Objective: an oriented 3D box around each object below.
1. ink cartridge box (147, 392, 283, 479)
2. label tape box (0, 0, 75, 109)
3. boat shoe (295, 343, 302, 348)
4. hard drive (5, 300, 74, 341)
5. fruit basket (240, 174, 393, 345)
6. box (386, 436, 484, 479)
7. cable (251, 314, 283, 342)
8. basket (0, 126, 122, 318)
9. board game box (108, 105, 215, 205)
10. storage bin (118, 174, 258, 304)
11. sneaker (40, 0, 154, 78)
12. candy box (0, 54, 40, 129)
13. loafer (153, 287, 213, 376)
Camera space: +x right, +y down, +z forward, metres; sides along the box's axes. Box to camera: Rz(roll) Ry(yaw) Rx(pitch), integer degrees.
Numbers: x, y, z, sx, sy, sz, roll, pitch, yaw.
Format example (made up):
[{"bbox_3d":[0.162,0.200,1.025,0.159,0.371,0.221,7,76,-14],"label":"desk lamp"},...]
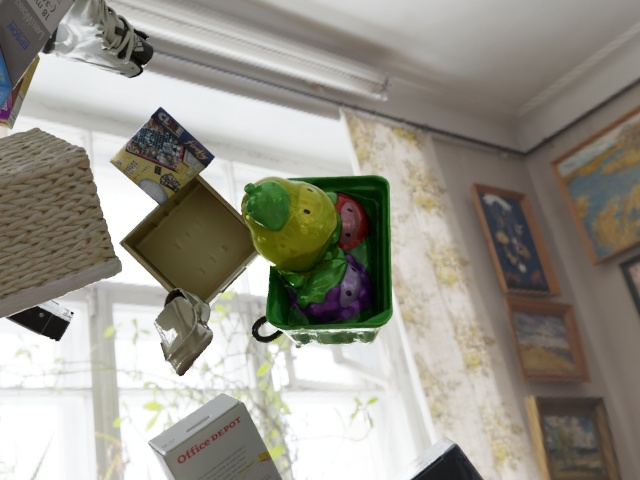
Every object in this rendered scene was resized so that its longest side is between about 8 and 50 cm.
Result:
[{"bbox_3d":[-0.234,0.553,1.792,0.226,0.306,0.131,-31,15,-28],"label":"ink cartridge box"},{"bbox_3d":[-0.533,-0.352,1.158,0.241,0.333,0.106,12,-27,21],"label":"label tape box"},{"bbox_3d":[-0.033,0.254,2.094,0.063,0.066,0.184,10,-35,-3],"label":"boat shoe"},{"bbox_3d":[-0.762,0.131,1.817,0.339,0.064,0.237,30,-7,-15],"label":"hard drive"},{"bbox_3d":[0.000,0.000,1.505,0.283,0.392,0.392,-1,-24,5],"label":"fruit basket"},{"bbox_3d":[0.225,0.592,1.600,0.294,0.212,0.395,-37,-14,-2],"label":"box"},{"bbox_3d":[-0.038,0.165,1.889,0.287,0.139,0.072,-47,-8,-5],"label":"cable"},{"bbox_3d":[-0.620,-0.036,1.471,0.331,0.266,0.328,-24,28,-30],"label":"basket"},{"bbox_3d":[-0.369,-0.188,1.745,0.165,0.042,0.243,43,-40,-16],"label":"board game box"},{"bbox_3d":[-0.315,0.010,1.921,0.262,0.260,0.123,-46,-6,-5],"label":"storage bin"},{"bbox_3d":[-0.440,-0.461,1.533,0.258,0.169,0.447,12,-9,-29],"label":"sneaker"},{"bbox_3d":[-0.714,-0.352,1.688,0.109,0.186,0.053,17,-14,-4],"label":"candy box"},{"bbox_3d":[-0.262,0.164,1.403,0.092,0.268,0.102,38,-85,-16],"label":"loafer"}]
